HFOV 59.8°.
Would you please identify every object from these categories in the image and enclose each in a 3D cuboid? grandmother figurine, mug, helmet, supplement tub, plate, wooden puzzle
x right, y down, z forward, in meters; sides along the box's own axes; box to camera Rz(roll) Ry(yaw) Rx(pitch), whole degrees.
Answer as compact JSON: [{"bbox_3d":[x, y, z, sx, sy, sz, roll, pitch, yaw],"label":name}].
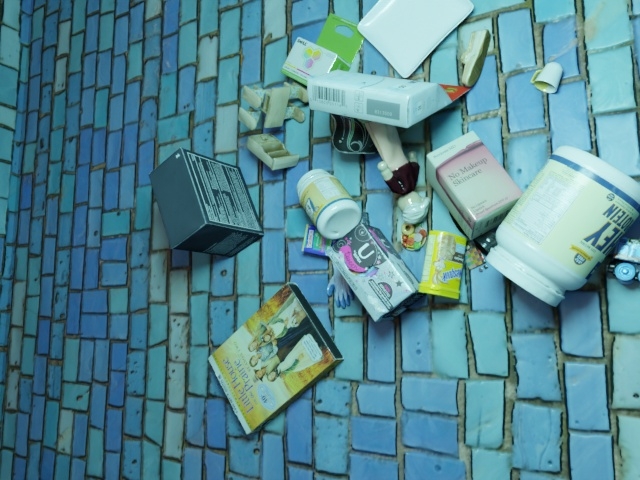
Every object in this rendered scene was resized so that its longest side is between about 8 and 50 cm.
[{"bbox_3d":[0.221,-0.210,1.587,0.104,0.208,0.342,-13,101,50],"label":"grandmother figurine"},{"bbox_3d":[0.596,-0.434,1.462,0.078,0.062,0.064,27,90,25],"label":"mug"},{"bbox_3d":[0.113,-0.349,1.690,0.169,0.169,0.161,12,106,33],"label":"helmet"},{"bbox_3d":[0.021,-0.114,1.712,0.144,0.144,0.199,-49,48,17],"label":"supplement tub"},{"bbox_3d":[0.570,-0.032,1.316,0.235,0.235,0.325,40,105,30],"label":"supplement tub"},{"bbox_3d":[0.285,-0.672,1.697,0.277,0.045,0.278,-45,63,19],"label":"plate"},{"bbox_3d":[0.424,0.049,1.530,0.049,0.006,0.083,-29,69,26],"label":"wooden puzzle"}]

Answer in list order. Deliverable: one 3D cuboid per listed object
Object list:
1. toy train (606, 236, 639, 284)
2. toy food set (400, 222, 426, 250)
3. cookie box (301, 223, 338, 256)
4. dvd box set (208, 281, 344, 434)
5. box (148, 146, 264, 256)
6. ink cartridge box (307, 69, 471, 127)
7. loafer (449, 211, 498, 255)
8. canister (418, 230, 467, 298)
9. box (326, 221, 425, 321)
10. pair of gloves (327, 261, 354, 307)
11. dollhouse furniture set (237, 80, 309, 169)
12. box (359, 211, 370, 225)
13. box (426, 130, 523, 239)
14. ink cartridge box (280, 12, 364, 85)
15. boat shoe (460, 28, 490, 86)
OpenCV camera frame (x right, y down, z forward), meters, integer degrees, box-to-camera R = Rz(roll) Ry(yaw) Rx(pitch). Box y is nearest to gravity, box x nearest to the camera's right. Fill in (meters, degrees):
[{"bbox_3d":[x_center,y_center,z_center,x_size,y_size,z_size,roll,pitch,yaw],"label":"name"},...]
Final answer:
[{"bbox_3d":[0.762,0.057,1.278,0.184,0.080,0.105,14,85,33],"label":"toy train"},{"bbox_3d":[0.271,-0.012,1.626,0.083,0.020,0.083,11,89,32],"label":"toy food set"},{"bbox_3d":[0.000,0.000,1.781,0.107,0.040,0.091,10,89,33],"label":"cookie box"},{"bbox_3d":[-0.159,0.383,1.814,0.420,0.062,0.307,-43,63,19],"label":"dvd box set"},{"bbox_3d":[-0.386,-0.121,1.890,0.183,0.294,0.296,-32,67,24],"label":"box"},{"bbox_3d":[0.200,-0.425,1.526,0.308,0.385,0.091,18,127,32],"label":"ink cartridge box"},{"bbox_3d":[0.421,-0.036,1.521,0.061,0.062,0.170,-39,67,-3],"label":"loafer"},{"bbox_3d":[0.334,0.066,1.513,0.073,0.126,0.169,4,82,51],"label":"canister"},{"bbox_3d":[0.161,0.089,1.579,0.142,0.163,0.247,-41,70,15],"label":"box"},{"bbox_3d":[0.102,0.120,1.712,0.198,0.023,0.159,-17,74,28],"label":"pair of gloves"},{"bbox_3d":[-0.139,-0.380,1.830,0.161,0.212,0.242,42,132,31],"label":"dollhouse furniture set"},{"bbox_3d":[0.121,-0.041,1.725,0.067,0.018,0.083,-13,76,31],"label":"box"},{"bbox_3d":[0.401,-0.146,1.471,0.149,0.127,0.232,-29,65,-3],"label":"box"},{"bbox_3d":[0.012,-0.622,1.830,0.189,0.097,0.255,35,103,31],"label":"ink cartridge box"},{"bbox_3d":[0.429,-0.516,1.579,0.059,0.063,0.170,17,83,35],"label":"boat shoe"}]
